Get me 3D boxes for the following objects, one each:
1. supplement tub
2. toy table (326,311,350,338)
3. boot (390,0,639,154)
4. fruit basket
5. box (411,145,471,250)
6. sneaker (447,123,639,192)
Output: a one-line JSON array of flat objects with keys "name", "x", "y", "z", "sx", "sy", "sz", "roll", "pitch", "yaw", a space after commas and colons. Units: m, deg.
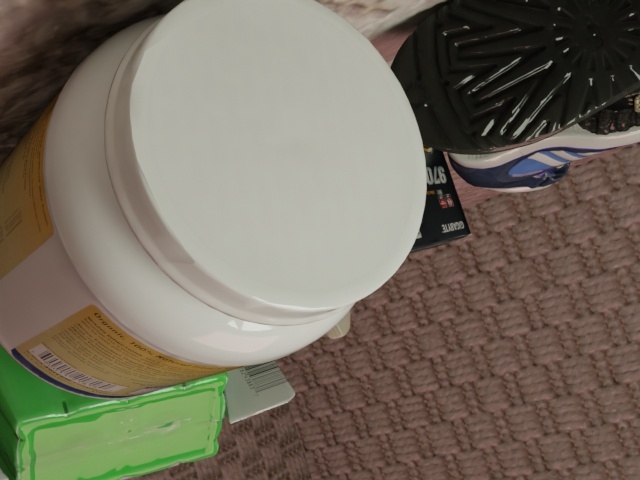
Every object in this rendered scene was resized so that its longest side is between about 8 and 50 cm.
[{"name": "supplement tub", "x": -0.099, "y": -0.017, "z": 0.618, "sx": 0.228, "sy": 0.228, "sz": 0.316, "roll": -15, "pitch": 175, "yaw": -36}, {"name": "toy table", "x": 0.000, "y": 0.000, "z": 1.290, "sx": 0.274, "sy": 0.252, "sz": 0.161, "roll": -36, "pitch": -179, "yaw": 39}, {"name": "boot", "x": 0.234, "y": -0.160, "z": 0.826, "sx": 0.347, "sy": 0.131, "sz": 0.260, "roll": -19, "pitch": 175, "yaw": 5}, {"name": "fruit basket", "x": -0.244, "y": 0.092, "z": 0.898, "sx": 0.327, "sy": 0.165, "sz": 0.353, "roll": -10, "pitch": -148, "yaw": -27}, {"name": "box", "x": 0.091, "y": -0.071, "z": 1.053, "sx": 0.051, "sy": 0.175, "sz": 0.220, "roll": -21, "pitch": 174, "yaw": 31}, {"name": "sneaker", "x": 0.326, "y": -0.151, "z": 1.168, "sx": 0.322, "sy": 0.130, "sz": 0.236, "roll": -15, "pitch": 169, "yaw": 17}]
